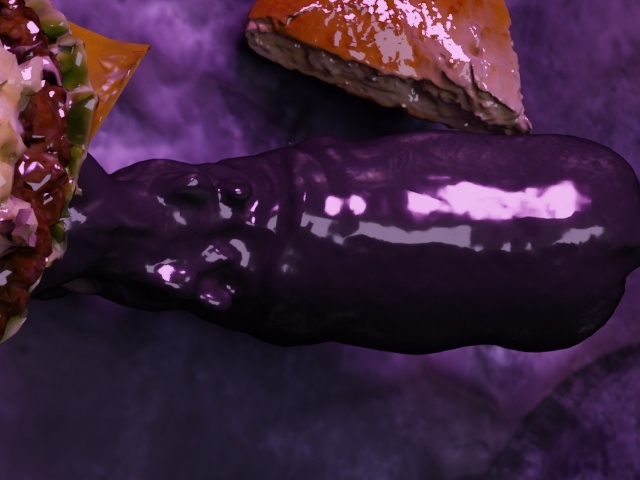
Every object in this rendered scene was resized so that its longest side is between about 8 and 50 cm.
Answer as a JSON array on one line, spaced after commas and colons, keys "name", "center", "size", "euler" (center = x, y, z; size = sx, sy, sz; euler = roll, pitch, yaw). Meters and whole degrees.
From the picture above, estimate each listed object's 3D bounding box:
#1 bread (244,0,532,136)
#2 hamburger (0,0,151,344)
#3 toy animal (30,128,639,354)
[{"name": "bread", "center": [0.052, -0.127, 0.998], "size": [0.154, 0.054, 0.136], "euler": [24, 50, -5]}, {"name": "hamburger", "center": [-0.207, -0.034, 0.719], "size": [0.243, 0.261, 0.138], "euler": [-67, 154, -13]}, {"name": "toy animal", "center": [-0.011, 0.000, 0.899], "size": [0.343, 0.168, 0.106], "euler": [1, 89, -23]}]
